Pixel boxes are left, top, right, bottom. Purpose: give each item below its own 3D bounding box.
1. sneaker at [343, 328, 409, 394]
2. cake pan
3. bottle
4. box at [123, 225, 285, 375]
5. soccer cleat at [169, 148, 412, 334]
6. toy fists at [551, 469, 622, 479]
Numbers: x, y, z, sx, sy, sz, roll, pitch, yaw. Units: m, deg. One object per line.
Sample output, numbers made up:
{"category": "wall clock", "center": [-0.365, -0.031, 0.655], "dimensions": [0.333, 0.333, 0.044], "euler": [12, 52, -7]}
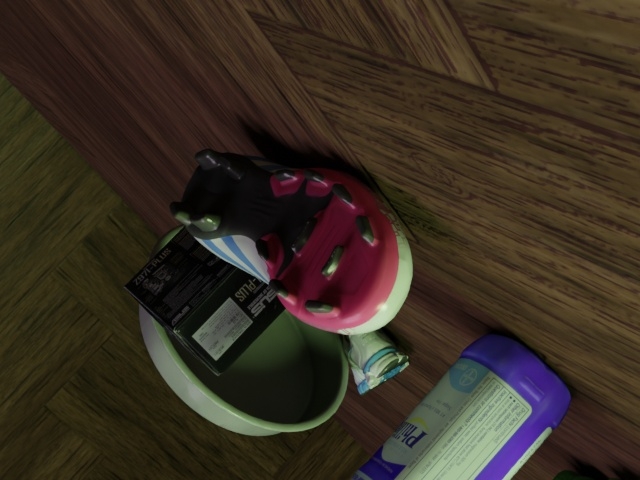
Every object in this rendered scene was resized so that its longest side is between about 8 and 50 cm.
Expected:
{"category": "sneaker", "center": [0.062, 0.136, 1.360], "dimensions": [0.083, 0.071, 0.190], "euler": [54, 169, 12]}
{"category": "cake pan", "center": [-0.095, 0.109, 1.328], "dimensions": [0.293, 0.054, 0.293], "euler": [29, -142, -25]}
{"category": "bottle", "center": [0.078, 0.203, 0.892], "dimensions": [0.092, 0.283, 0.118], "euler": [43, 172, -2]}
{"category": "box", "center": [-0.094, 0.030, 1.145], "dimensions": [0.077, 0.180, 0.147], "euler": [50, 168, -32]}
{"category": "soccer cleat", "center": [0.000, 0.000, 0.923], "dimensions": [0.143, 0.116, 0.331], "euler": [27, -178, -35]}
{"category": "toy fists", "center": [0.275, 0.286, 1.019], "dimensions": [0.142, 0.096, 0.279], "euler": [44, 172, 2]}
